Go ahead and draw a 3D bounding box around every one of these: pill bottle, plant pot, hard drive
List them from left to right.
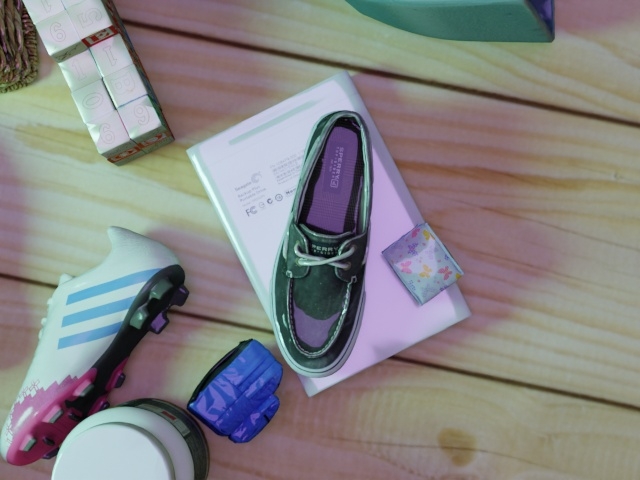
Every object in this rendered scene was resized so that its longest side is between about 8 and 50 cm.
[{"bbox_3d":[-0.223,0.272,1.492,0.162,0.278,0.162,0,85,1],"label":"pill bottle"},{"bbox_3d":[0.010,-0.009,1.620,0.233,0.047,0.353,-27,85,-1],"label":"hard drive"},{"bbox_3d":[0.143,-0.377,1.551,0.252,0.248,0.247,-2,86,18],"label":"plant pot"}]

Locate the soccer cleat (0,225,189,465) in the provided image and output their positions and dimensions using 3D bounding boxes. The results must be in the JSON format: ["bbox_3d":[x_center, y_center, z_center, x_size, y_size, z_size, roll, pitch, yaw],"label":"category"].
[{"bbox_3d":[-0.308,0.129,1.601,0.143,0.116,0.331,39,88,23],"label":"soccer cleat"}]

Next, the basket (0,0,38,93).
[{"bbox_3d":[-0.528,-0.323,1.634,0.214,0.223,0.299,-14,85,33],"label":"basket"}]

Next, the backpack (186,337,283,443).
[{"bbox_3d":[-0.098,0.189,1.588,0.101,0.098,0.120,41,75,-5],"label":"backpack"}]

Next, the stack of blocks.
[{"bbox_3d":[-0.291,-0.252,1.583,0.087,0.171,0.297,-25,86,0],"label":"stack of blocks"}]

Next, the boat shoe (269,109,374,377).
[{"bbox_3d":[0.000,0.000,1.536,0.121,0.119,0.335,4,86,1],"label":"boat shoe"}]

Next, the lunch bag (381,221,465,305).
[{"bbox_3d":[0.126,0.027,1.566,0.071,0.053,0.083,-38,96,0],"label":"lunch bag"}]
